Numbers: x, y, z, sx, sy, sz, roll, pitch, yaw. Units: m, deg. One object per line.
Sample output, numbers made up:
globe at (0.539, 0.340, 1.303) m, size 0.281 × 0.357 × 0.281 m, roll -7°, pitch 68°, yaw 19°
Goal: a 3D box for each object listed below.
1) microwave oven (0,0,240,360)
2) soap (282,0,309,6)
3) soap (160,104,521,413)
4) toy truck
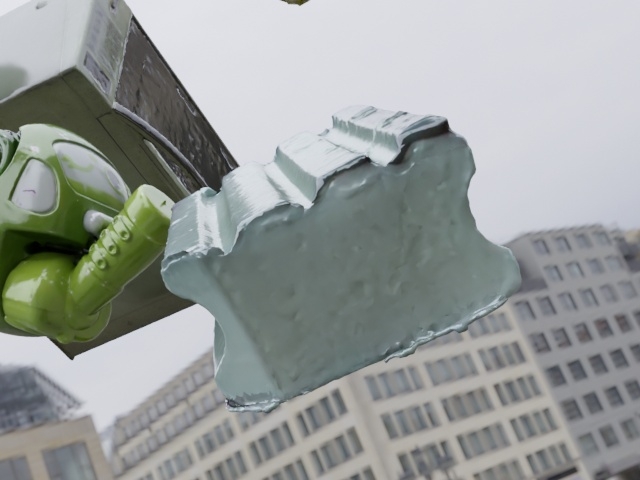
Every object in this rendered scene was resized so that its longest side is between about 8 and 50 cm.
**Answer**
microwave oven at (-0.309, -0.095, 1.425) m, size 0.333 × 0.247 × 0.394 m, roll -23°, pitch -49°, yaw 13°
soap at (-0.059, -0.237, 0.542) m, size 0.080 × 0.258 × 0.160 m, roll -37°, pitch 8°, yaw -27°
soap at (0.000, 0.000, 0.585) m, size 0.150 × 0.094 × 0.261 m, roll -29°, pitch 11°, yaw -1°
toy truck at (-0.229, 0.009, 0.965) m, size 0.187 × 0.210 × 0.148 m, roll -58°, pitch -33°, yaw 1°
